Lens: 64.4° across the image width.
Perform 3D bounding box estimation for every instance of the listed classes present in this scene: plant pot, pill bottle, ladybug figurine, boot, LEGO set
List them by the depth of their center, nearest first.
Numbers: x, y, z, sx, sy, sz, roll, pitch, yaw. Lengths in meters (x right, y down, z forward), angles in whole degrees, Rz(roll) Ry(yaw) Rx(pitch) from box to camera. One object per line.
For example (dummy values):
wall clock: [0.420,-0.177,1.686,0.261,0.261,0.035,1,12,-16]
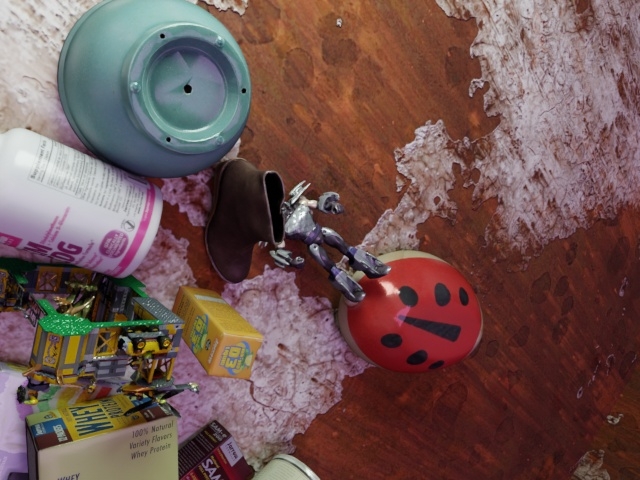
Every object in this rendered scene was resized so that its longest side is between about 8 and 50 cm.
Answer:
pill bottle: [-0.390,-0.059,0.728,0.283,0.160,0.161,24,90,-36]
LEGO set: [-0.356,0.164,0.747,0.254,0.331,0.192,4,105,-55]
plant pot: [-0.224,-0.227,0.767,0.292,0.196,0.293,-10,109,-30]
boot: [-0.129,-0.015,0.886,0.090,0.206,0.249,-12,111,-30]
ladybug figurine: [0.237,0.186,1.219,0.449,0.162,0.305,15,96,-36]

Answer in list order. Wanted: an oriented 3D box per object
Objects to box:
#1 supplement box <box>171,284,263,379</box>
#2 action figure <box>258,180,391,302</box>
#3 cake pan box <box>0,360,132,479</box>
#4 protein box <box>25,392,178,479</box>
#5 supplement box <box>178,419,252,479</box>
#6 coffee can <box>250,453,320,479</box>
supplement box: [-0.187,0.152,0.882,0.080,0.233,0.078,17,94,-36]
action figure: [0.000,0.000,1.021,0.285,0.099,0.185,40,85,-17]
cake pan box: [-0.455,0.353,0.847,0.245,0.070,0.267,25,80,-34]
protein box: [-0.343,0.371,0.806,0.199,0.136,0.201,-4,98,-36]
supplement box: [-0.265,0.495,1.015,0.239,0.073,0.130,-37,123,-29]
coffee can: [-0.125,0.611,1.042,0.275,0.201,0.202,-30,120,-42]
